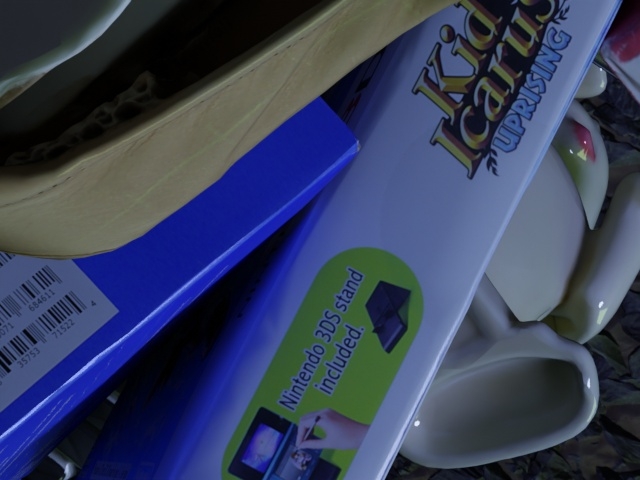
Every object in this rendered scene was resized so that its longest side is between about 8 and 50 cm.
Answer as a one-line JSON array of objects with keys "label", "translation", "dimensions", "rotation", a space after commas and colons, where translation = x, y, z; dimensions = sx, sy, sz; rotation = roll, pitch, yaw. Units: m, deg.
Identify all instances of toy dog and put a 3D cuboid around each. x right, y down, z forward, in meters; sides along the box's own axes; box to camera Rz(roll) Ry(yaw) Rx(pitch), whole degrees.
[{"label": "toy dog", "translation": [0.099, 0.006, 1.455], "dimensions": [0.395, 0.284, 0.408], "rotation": [-41, -179, 34]}]

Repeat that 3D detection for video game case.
[{"label": "video game case", "translation": [0.000, 0.000, 0.671], "dimensions": [0.244, 0.061, 0.269], "rotation": [-62, -171, -12]}]

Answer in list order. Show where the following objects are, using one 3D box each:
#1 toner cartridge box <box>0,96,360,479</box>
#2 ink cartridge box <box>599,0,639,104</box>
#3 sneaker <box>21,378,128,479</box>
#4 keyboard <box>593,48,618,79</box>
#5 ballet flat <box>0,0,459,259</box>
[{"label": "toner cartridge box", "translation": [-0.131, 0.054, 0.600], "dimensions": [0.165, 0.075, 0.348], "rotation": [-39, 178, -34]}, {"label": "ink cartridge box", "translation": [0.220, -0.156, 0.672], "dimensions": [0.226, 0.131, 0.306], "rotation": [-41, -161, 25]}, {"label": "sneaker", "translation": [-0.152, 0.092, 0.892], "dimensions": [0.330, 0.129, 0.147], "rotation": [-35, -167, 21]}, {"label": "keyboard", "translation": [0.222, -0.209, 0.884], "dimensions": [0.317, 0.033, 0.201], "rotation": [-42, 138, 22]}, {"label": "ballet flat", "translation": [0.010, -0.076, 0.315], "dimensions": [0.232, 0.080, 0.073], "rotation": [-42, 164, 13]}]
